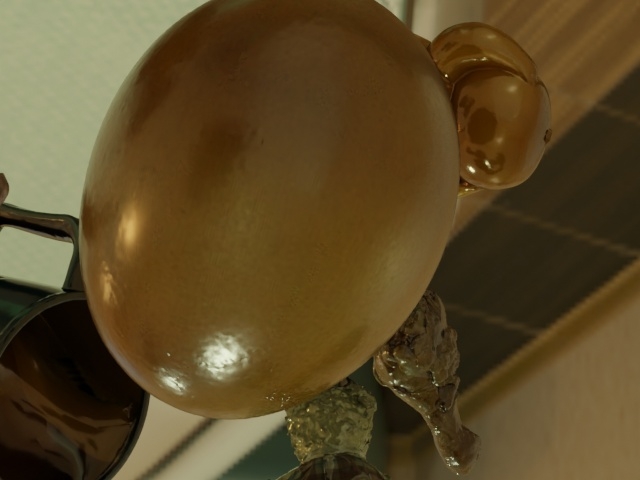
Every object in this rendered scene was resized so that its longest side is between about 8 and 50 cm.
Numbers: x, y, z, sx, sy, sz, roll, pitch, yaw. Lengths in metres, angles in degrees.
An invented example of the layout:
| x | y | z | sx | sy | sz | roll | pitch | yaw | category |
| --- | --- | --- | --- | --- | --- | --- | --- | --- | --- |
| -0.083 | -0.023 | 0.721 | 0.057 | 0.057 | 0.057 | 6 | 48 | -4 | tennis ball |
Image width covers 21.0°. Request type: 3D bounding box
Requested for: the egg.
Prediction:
| x | y | z | sx | sy | sz | roll | pitch | yaw | category |
| --- | --- | --- | --- | --- | --- | --- | --- | --- | --- |
| -0.041 | -0.030 | 1.338 | 0.283 | 0.351 | 0.282 | 24 | -178 | -1 | egg |

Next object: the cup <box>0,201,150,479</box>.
| x | y | z | sx | sy | sz | roll | pitch | yaw | category |
| --- | --- | --- | --- | --- | --- | --- | --- | --- | --- |
| -0.380 | 0.125 | 1.963 | 0.292 | 0.307 | 0.242 | 10 | -162 | 42 | cup |

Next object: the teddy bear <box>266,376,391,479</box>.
| x | y | z | sx | sy | sz | roll | pitch | yaw | category |
| --- | --- | --- | --- | --- | --- | --- | --- | --- | --- |
| 0.007 | 0.215 | 1.521 | 0.133 | 0.213 | 0.111 | -1 | 172 | -6 | teddy bear |

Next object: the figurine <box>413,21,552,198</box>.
| x | y | z | sx | sy | sz | roll | pitch | yaw | category |
| --- | --- | --- | --- | --- | --- | --- | --- | --- | --- |
| 0.104 | -0.130 | 1.705 | 0.228 | 0.215 | 0.215 | -2 | 151 | -9 | figurine |

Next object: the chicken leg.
| x | y | z | sx | sy | sz | roll | pitch | yaw | category |
| --- | --- | --- | --- | --- | --- | --- | --- | --- | --- |
| 0.104 | 0.141 | 1.654 | 0.069 | 0.085 | 0.198 | -5 | 117 | 38 | chicken leg |

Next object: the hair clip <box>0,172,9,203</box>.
| x | y | z | sx | sy | sz | roll | pitch | yaw | category |
| --- | --- | --- | --- | --- | --- | --- | --- | --- | --- |
| -0.396 | -0.024 | 1.442 | 0.173 | 0.069 | 0.300 | -15 | 167 | 39 | hair clip |
